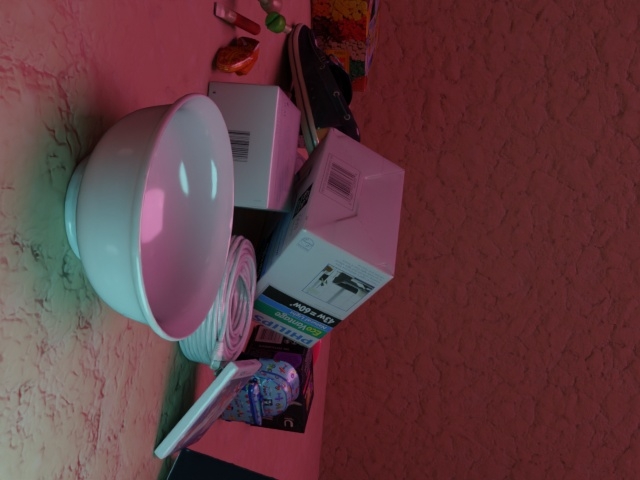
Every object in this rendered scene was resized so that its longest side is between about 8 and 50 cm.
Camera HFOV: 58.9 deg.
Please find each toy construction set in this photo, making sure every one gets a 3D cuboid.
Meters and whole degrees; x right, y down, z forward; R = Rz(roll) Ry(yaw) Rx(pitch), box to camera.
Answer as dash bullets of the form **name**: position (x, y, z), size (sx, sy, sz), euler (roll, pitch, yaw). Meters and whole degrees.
- **toy construction set**: position (-0.104, -0.529, 0.991), size (0.237, 0.257, 0.309), euler (-8, 128, -63)

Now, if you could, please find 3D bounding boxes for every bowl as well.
- **bowl**: position (-0.211, -0.032, 0.693), size (0.298, 0.134, 0.298), euler (5, 90, -82)

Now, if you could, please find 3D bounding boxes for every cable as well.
- **cable**: position (-0.191, 0.116, 1.101), size (0.257, 0.089, 0.257), euler (12, 83, -82)

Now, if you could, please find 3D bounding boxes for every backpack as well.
- **backpack**: position (-0.140, 0.346, 1.311), size (0.117, 0.173, 0.158), euler (-71, 165, -57)

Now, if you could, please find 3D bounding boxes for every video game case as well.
- **video game case**: position (-0.198, 0.303, 1.046), size (0.201, 0.023, 0.183), euler (-49, 168, -3)

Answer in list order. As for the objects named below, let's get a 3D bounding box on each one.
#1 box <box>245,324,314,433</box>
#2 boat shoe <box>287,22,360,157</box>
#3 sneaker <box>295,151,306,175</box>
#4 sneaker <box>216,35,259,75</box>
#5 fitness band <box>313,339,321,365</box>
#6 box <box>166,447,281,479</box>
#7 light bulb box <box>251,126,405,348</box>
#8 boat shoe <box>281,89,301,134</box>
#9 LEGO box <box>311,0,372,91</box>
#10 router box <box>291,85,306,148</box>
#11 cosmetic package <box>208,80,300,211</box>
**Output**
- **box**: position (-0.110, 0.384, 1.568), size (0.143, 0.165, 0.271), euler (-73, 166, -53)
- **boat shoe**: position (0.007, -0.416, 1.549), size (0.187, 0.155, 0.500), euler (71, 7, -53)
- **sneaker**: position (-0.077, -0.135, 1.604), size (0.256, 0.151, 0.094), euler (55, 37, 3)
- **sneaker**: position (-0.155, -0.347, 1.106), size (0.175, 0.064, 0.068), euler (-64, 169, -59)
- **fitness band**: position (-0.048, 0.308, 1.924), size (0.291, 0.054, 0.209), euler (-136, -117, -70)
- **box**: position (-0.130, 0.555, 1.042), size (0.294, 0.296, 0.183), euler (84, 24, -52)
- **light bulb box**: position (0.000, 0.000, 1.350), size (0.361, 0.225, 0.358), euler (-47, -159, 43)
- **boat shoe**: position (-0.098, -0.265, 1.426), size (0.258, 0.095, 0.095), euler (85, 14, -52)
- **LEGO box**: position (0.106, -0.826, 2.078), size (0.500, 0.193, 0.373), euler (-74, 167, -49)
- **router box**: position (-0.058, -0.396, 1.770), size (0.179, 0.046, 0.133), euler (82, 16, -57)
- **cosmetic package**: position (-0.131, -0.175, 1.131), size (0.224, 0.138, 0.224), euler (-13, 109, -83)
